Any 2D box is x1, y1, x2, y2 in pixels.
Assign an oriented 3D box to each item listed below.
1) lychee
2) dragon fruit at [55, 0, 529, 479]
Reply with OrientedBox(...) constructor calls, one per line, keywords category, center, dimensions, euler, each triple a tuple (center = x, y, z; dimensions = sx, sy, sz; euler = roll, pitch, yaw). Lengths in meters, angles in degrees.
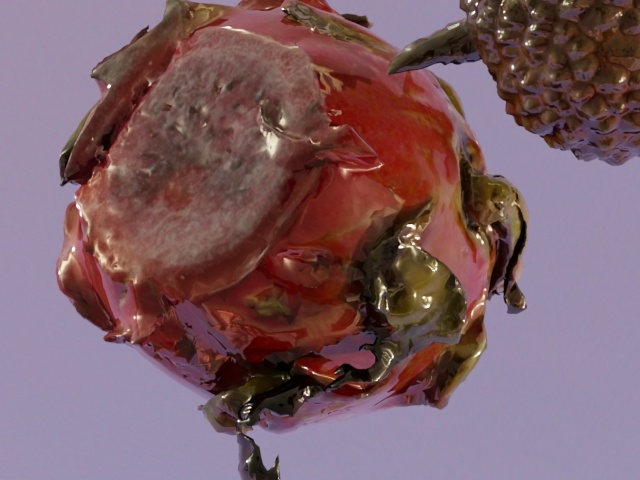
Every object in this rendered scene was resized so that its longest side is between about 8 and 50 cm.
OrientedBox(category="lychee", center=(0.126, -0.113, 0.570), dimensions=(0.197, 0.165, 0.165), euler=(-20, -109, 14))
OrientedBox(category="dragon fruit", center=(0.000, 0.000, 0.745), dimensions=(0.269, 0.291, 0.250), euler=(38, -90, 33))
